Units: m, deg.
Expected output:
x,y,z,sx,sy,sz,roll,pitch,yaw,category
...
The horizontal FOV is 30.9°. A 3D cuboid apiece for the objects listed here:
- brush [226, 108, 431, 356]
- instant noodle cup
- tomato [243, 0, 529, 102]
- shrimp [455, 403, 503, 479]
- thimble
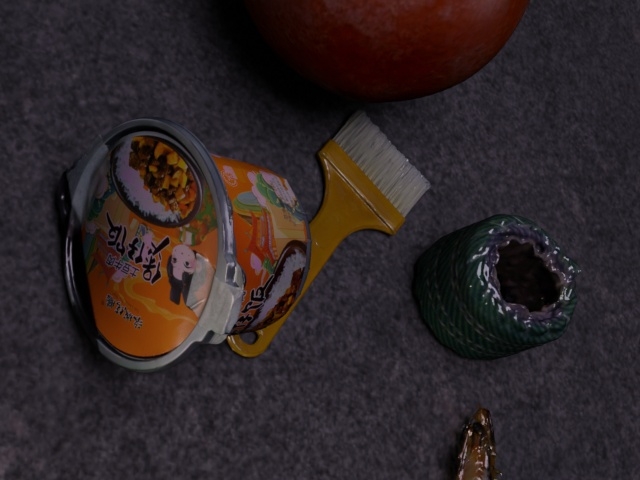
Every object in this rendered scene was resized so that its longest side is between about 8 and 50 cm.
x,y,z,sx,sy,sz,roll,pitch,yaw,category
0.000,0.000,0.999,0.103,0.013,0.272,46,54,-11,brush
-0.088,0.005,0.852,0.125,0.178,0.208,4,38,-49,instant noodle cup
0.053,-0.238,0.972,0.265,0.265,0.265,13,66,-31,tomato
0.159,0.239,1.007,0.124,0.034,0.178,24,62,-29,shrimp
0.161,0.044,1.045,0.135,0.090,0.118,27,62,-27,thimble
